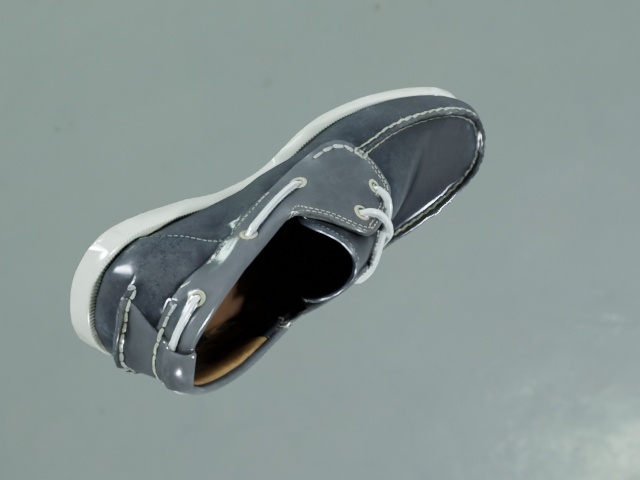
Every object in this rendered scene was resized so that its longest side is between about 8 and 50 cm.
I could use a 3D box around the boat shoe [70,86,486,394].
[{"bbox_3d":[0.000,0.000,0.825,0.233,0.084,0.079,-30,38,-34],"label":"boat shoe"}]
